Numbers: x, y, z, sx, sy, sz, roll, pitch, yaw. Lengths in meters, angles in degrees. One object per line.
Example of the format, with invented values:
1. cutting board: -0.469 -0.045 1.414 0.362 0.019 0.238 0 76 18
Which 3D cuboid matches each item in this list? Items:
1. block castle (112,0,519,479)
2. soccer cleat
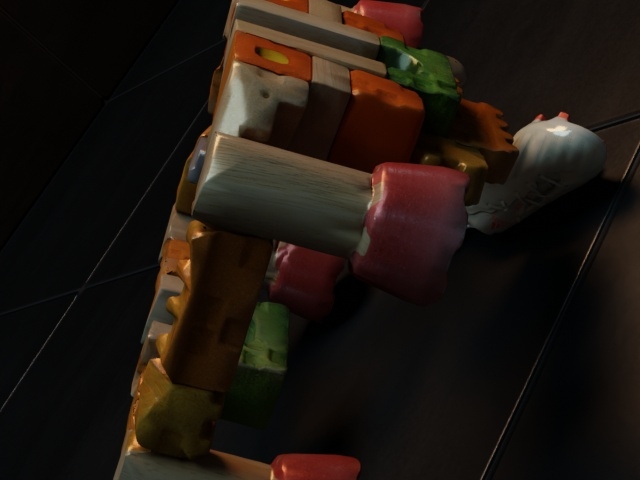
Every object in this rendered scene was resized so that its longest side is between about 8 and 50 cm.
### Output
1. block castle: 0.000 0.000 1.091 0.453 0.213 0.303 -91 18 -66
2. soccer cleat: 0.150 -0.041 1.146 0.076 0.068 0.196 -62 18 -21
